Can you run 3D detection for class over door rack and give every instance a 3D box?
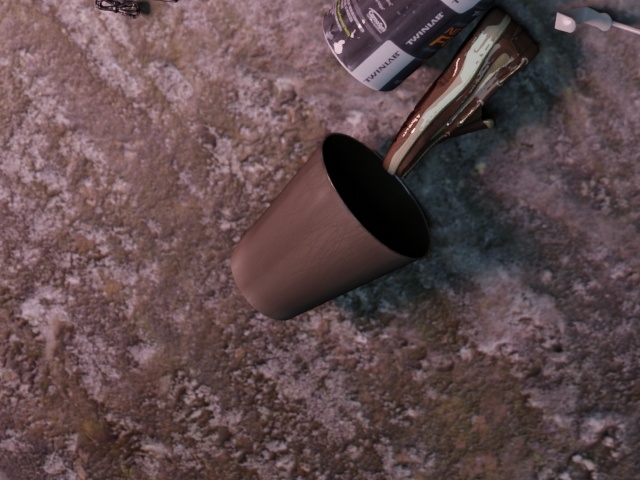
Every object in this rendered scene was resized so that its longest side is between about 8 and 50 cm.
[{"bbox_3d":[0.451,-0.326,1.619,0.324,0.108,0.240,20,119,27],"label":"over door rack"}]

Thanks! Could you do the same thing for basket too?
[{"bbox_3d":[0.000,0.000,1.899,0.204,0.154,0.227,47,124,-7],"label":"basket"}]

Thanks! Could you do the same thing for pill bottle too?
[{"bbox_3d":[0.127,-0.301,1.723,0.130,0.130,0.245,48,120,-5],"label":"pill bottle"}]

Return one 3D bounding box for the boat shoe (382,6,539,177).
[{"bbox_3d":[0.179,-0.165,1.789,0.095,0.095,0.257,35,120,-4],"label":"boat shoe"}]

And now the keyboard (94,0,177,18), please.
[{"bbox_3d":[-0.271,-0.354,1.912,0.180,0.023,0.108,9,109,17],"label":"keyboard"}]
